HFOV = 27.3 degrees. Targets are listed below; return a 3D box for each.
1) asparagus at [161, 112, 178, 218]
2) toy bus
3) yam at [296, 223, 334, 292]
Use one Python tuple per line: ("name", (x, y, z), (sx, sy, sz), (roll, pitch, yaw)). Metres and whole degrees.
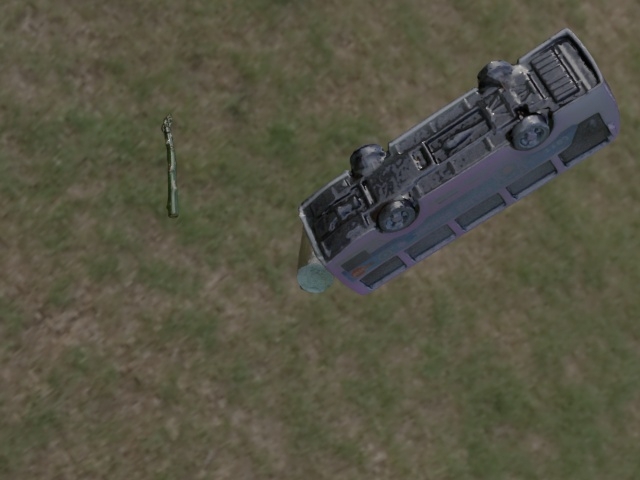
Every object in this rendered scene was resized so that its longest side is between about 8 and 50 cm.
("asparagus", (-0.174, -0.091, 1.520), (0.016, 0.016, 0.163), (0, 51, -11))
("toy bus", (0.056, -0.028, 0.521), (0.052, 0.130, 0.037), (43, 18, -51))
("yam", (0.000, 0.000, 1.654), (0.054, 0.054, 0.132), (30, 45, -24))
